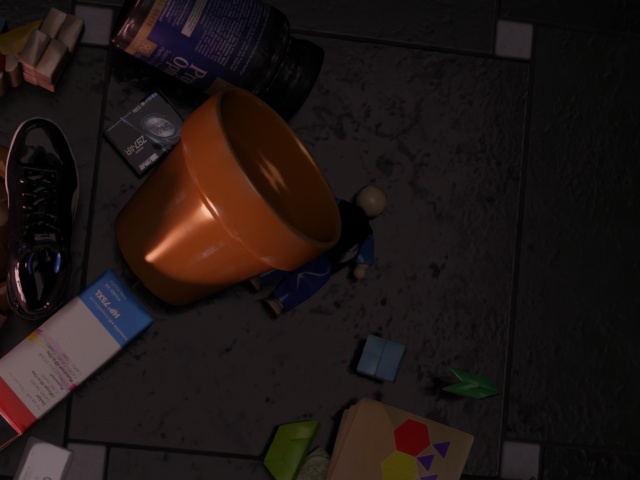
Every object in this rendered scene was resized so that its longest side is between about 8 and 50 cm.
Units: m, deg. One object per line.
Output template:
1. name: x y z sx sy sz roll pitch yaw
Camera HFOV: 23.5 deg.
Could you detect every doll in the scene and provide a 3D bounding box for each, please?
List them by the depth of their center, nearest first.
1. doll: 0.000 0.000 1.753 0.189 0.046 0.129 -39 91 -10

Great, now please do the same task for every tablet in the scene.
1. tablet: -0.311 0.264 1.699 0.054 0.006 0.083 20 82 -6

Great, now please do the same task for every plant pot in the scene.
1. plant pot: -0.112 -0.031 1.662 0.188 0.205 0.205 -35 89 21

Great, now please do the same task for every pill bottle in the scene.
1. pill bottle: -0.112 -0.224 1.717 0.219 0.123 0.123 27 80 -16

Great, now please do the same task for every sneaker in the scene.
1. sneaker: -0.285 -0.023 1.601 0.079 0.121 0.217 1 90 -16

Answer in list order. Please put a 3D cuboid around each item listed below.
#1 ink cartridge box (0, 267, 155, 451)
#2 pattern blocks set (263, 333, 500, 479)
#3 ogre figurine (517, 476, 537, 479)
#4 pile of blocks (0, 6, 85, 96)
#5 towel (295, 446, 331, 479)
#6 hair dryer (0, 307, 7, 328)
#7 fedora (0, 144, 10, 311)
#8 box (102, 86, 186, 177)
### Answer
1. ink cartridge box: -0.291 0.135 1.652 0.231 0.134 0.078 -40 91 -11
2. pattern blocks set: 0.075 0.277 1.686 0.285 0.026 0.325 26 77 18
3. ogre figurine: 0.189 0.341 1.721 0.197 0.097 0.118 -14 104 6
4. pile of blocks: -0.431 -0.185 1.681 0.362 0.112 0.149 -28 88 -10
5. towel: 0.005 0.319 1.727 0.110 0.027 0.148 -39 90 -9
6. hair dryer: -0.473 0.123 1.623 0.293 0.080 0.224 -12 99 -1
7. fedora: -0.378 -0.015 1.685 0.194 0.079 0.194 0 92 -11
8. box: -0.196 -0.124 1.754 0.083 0.018 0.067 -40 90 -11
